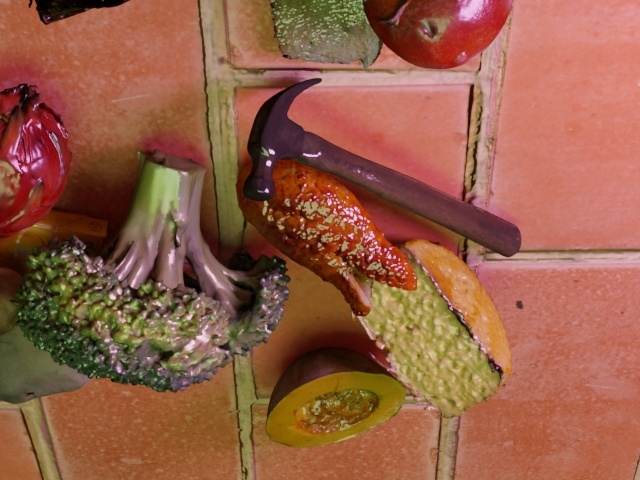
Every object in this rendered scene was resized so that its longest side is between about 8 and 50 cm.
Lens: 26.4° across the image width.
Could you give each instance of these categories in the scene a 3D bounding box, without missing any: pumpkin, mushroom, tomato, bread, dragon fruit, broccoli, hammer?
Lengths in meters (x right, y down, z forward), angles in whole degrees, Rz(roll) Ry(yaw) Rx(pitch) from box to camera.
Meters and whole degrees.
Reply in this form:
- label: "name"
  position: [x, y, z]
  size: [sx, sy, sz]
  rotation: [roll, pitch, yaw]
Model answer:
- label: "pumpkin"
  position: [0.014, 0.222, 2.058]
  size: [0.218, 0.110, 0.217]
  rotation: [-10, 139, -9]
- label: "mushroom"
  position: [-0.419, 0.132, 1.906]
  size: [0.159, 0.122, 0.328]
  rotation: [-31, 154, -13]
- label: "tomato"
  position: [0.132, -0.271, 1.485]
  size: [0.167, 0.167, 0.167]
  rotation: [0, 137, 0]
- label: "bread"
  position: [0.003, -0.006, 1.760]
  size: [0.269, 0.095, 0.139]
  rotation: [47, 134, -7]
- label: "dragon fruit"
  position: [-0.391, -0.092, 1.655]
  size: [0.172, 0.172, 0.209]
  rotation: [11, 140, -12]
- label: "broccoli"
  position: [-0.194, 0.065, 1.749]
  size: [0.375, 0.249, 0.302]
  rotation: [4, 133, -29]
- label: "hammer"
  position: [0.092, -0.064, 1.728]
  size: [0.440, 0.168, 0.044]
  rotation: [23, 161, -35]
- label: "bread"
  position: [0.156, 0.104, 1.881]
  size: [0.160, 0.147, 0.260]
  rotation: [-37, 94, 37]

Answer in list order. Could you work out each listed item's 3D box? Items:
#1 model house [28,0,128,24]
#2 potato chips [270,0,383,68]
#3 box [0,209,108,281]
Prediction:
- label: "model house"
  position: [-0.176, -0.371, 1.359]
  size: [0.317, 0.297, 0.282]
  rotation: [-31, 154, -22]
- label: "potato chips"
  position: [-0.004, -0.262, 1.581]
  size: [0.209, 0.026, 0.142]
  rotation: [26, 128, -29]
- label: "box"
  position: [-0.432, 0.009, 1.852]
  size: [0.269, 0.043, 0.152]
  rotation: [10, 138, -11]
